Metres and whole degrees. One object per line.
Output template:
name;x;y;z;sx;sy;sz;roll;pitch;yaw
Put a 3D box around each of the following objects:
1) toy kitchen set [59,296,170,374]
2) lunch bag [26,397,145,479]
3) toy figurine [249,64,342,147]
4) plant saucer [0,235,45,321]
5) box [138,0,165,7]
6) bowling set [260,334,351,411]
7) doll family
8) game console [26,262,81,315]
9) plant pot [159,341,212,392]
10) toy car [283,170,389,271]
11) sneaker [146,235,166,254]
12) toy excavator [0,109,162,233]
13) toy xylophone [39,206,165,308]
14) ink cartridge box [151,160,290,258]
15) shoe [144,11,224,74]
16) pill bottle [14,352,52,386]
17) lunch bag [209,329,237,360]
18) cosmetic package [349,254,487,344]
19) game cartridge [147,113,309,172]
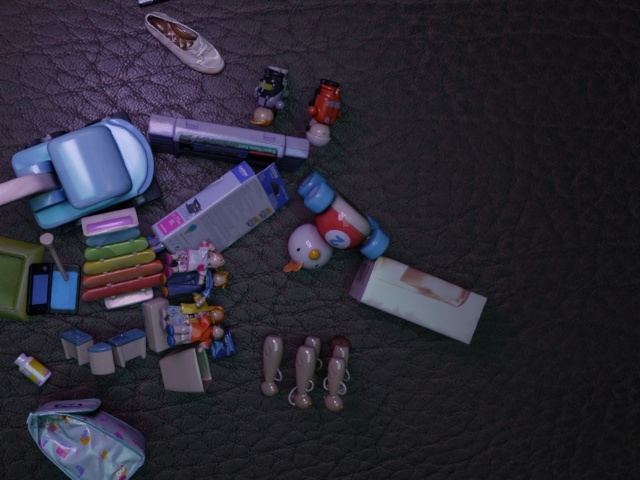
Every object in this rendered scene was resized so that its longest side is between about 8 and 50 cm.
toy kitchen set;-0.483;0.209;1.851;0.207;0.166;0.122;-21;115;-43
lunch bag;-0.537;0.452;1.780;0.262;0.223;0.160;36;80;-7
toy figurine;-0.057;-0.314;1.842;0.209;0.213;0.148;13;106;-7
plant saucer;-0.757;0.084;1.818;0.188;0.045;0.188;12;90;-9
box;-0.341;-0.664;1.860;0.233;0.044;0.159;-17;95;-9
bowling set;0.008;0.322;1.896;0.199;0.287;0.154;-2;100;-43
doll family;-0.291;0.125;1.831;0.163;0.118;0.263;-3;96;-30
game console;-0.624;0.115;1.831;0.071;0.107;0.122;4;91;19
plant pot;-0.326;0.307;1.874;0.096;0.109;0.109;-12;94;2
toy car;0.000;0.000;1.876;0.219;0.210;0.238;39;98;-19
sneaker;-0.359;-0.021;1.879;0.135;0.052;0.058;-32;88;-11
toy excavator;-0.566;-0.126;1.640;0.432;0.445;0.222;-22;95;-8
toy xylophone;-0.483;0.043;1.764;0.236;0.323;0.081;-17;57;-6
ink cartridge box;-0.225;-0.065;1.836;0.311;0.186;0.065;-34;62;-5
shoe;-0.326;-0.470;1.862;0.219;0.058;0.077;33;87;-9
pill bottle;-0.678;0.302;1.841;0.083;0.043;0.043;42;85;-8
lunch bag;-0.235;0.249;1.886;0.065;0.098;0.067;-15;89;-11
cosmetic package;0.237;0.137;1.935;0.296;0.153;0.129;23;89;-11
game cartridge;-0.214;-0.216;1.803;0.355;0.230;0.068;8;89;-9
